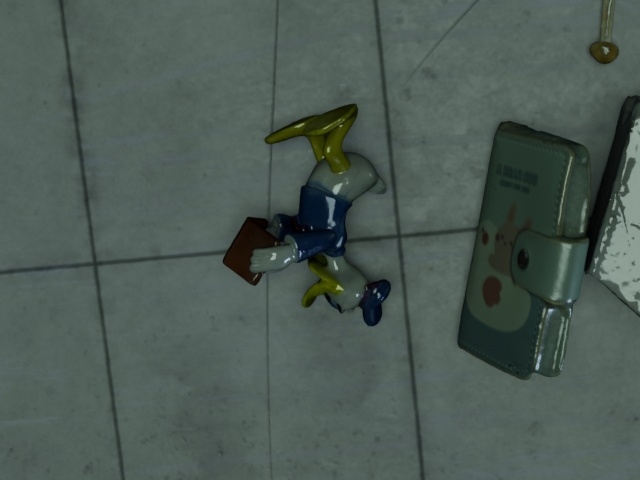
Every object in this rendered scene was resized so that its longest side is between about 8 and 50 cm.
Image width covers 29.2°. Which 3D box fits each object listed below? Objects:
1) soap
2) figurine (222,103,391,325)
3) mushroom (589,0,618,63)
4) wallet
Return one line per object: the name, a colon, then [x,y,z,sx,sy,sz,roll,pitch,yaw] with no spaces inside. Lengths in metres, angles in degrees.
soap: [0.609,0.002,1.781,0.435,0.213,0.350,18,101,5]
figurine: [0.000,0.000,1.869,0.283,0.204,0.338,-34,106,-15]
mushroom: [0.400,-0.416,1.837,0.068,0.043,0.306,-17,94,-16]
wallet: [0.305,0.014,1.814,0.083,0.252,0.360,4,101,-25]
